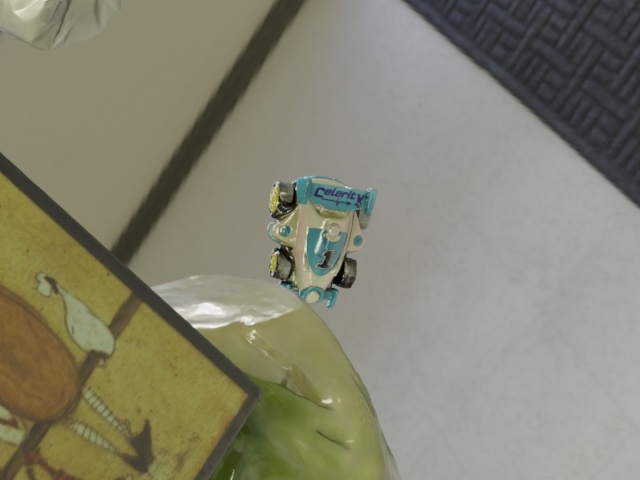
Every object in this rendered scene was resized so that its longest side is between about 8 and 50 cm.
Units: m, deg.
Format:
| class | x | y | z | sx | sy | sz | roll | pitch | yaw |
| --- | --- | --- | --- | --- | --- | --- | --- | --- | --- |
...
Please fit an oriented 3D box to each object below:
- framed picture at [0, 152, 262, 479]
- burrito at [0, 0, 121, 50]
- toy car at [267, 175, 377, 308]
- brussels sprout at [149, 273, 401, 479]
| class | x | y | z | sx | sy | sz | roll | pitch | yaw |
| --- | --- | --- | --- | --- | --- | --- | --- | --- | --- |
| framed picture | -0.208 | 0.070 | 0.620 | 0.014 | 0.338 | 0.255 | -16 | 34 | 54 |
| burrito | -0.219 | -0.317 | 0.785 | 0.101 | 0.139 | 0.445 | -25 | 78 | 13 |
| toy car | 0.000 | 0.000 | 1.509 | 0.098 | 0.126 | 0.161 | 176 | 103 | -74 |
| brussels sprout | -0.078 | 0.203 | 0.873 | 0.281 | 0.290 | 0.354 | -165 | 75 | -85 |
